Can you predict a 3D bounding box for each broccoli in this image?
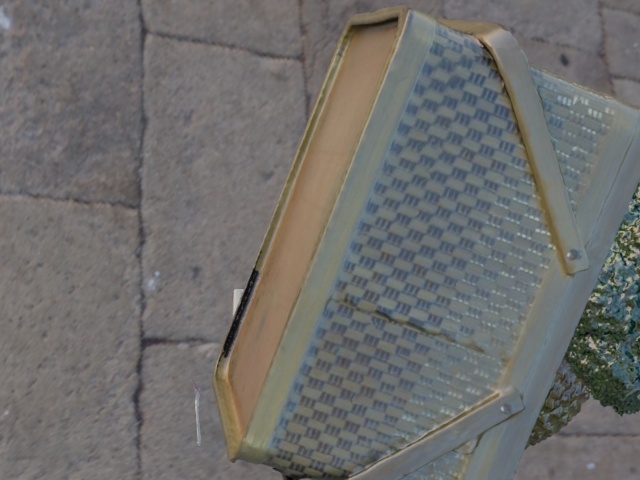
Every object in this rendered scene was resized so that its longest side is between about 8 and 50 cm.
[{"bbox_3d":[0.356,0.067,1.077,0.297,0.297,0.298,6,70,-18],"label":"broccoli"}]

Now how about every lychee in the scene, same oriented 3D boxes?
[{"bbox_3d":[0.347,0.198,1.722,0.270,0.270,0.320,40,89,-8],"label":"lychee"}]

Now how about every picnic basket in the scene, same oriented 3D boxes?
[{"bbox_3d":[0.048,0.012,0.557,0.139,0.165,0.267,20,95,-13],"label":"picnic basket"}]

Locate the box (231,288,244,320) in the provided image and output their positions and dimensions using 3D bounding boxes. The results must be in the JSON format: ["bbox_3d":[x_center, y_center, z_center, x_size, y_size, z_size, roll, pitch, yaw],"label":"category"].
[{"bbox_3d":[-0.102,0.147,1.379,0.048,0.100,0.152,0,28,-6],"label":"box"}]

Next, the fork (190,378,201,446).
[{"bbox_3d":[-0.191,0.264,1.561,0.016,0.012,0.115,44,30,-53],"label":"fork"}]
